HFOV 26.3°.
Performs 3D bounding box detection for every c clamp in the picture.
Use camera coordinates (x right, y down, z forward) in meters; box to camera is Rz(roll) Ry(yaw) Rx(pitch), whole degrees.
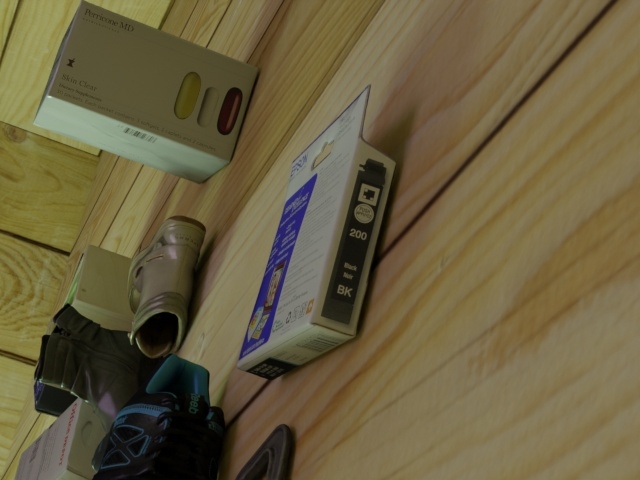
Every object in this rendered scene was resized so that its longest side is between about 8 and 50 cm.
[{"bbox_3d":[-0.057,0.220,1.115,0.160,0.022,0.137,128,157,-51],"label":"c clamp"}]

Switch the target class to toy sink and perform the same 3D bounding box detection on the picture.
[{"bbox_3d":[-0.352,0.152,2.111,0.153,0.131,0.234,-91,24,-56],"label":"toy sink"}]

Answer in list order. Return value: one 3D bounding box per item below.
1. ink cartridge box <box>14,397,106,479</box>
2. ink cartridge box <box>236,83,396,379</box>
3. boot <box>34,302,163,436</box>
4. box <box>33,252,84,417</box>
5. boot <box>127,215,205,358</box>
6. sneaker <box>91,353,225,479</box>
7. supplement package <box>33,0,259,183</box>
[{"bbox_3d":[-0.360,0.325,1.933,0.191,0.082,0.139,-41,28,35],"label":"ink cartridge box"},{"bbox_3d":[0.000,0.000,1.149,0.206,0.045,0.208,142,144,-66],"label":"ink cartridge box"},{"bbox_3d":[-0.301,0.200,1.786,0.246,0.161,0.083,-86,20,-48],"label":"boot"},{"bbox_3d":[-0.409,0.169,2.379,0.184,0.103,0.261,-154,84,-73],"label":"box"},{"bbox_3d":[-0.216,0.086,1.805,0.213,0.077,0.165,127,156,-48],"label":"boot"},{"bbox_3d":[-0.154,0.214,1.285,0.139,0.125,0.341,-63,17,11],"label":"sneaker"},{"bbox_3d":[-0.249,-0.203,1.930,0.204,0.262,0.145,159,129,-71],"label":"supplement package"}]
